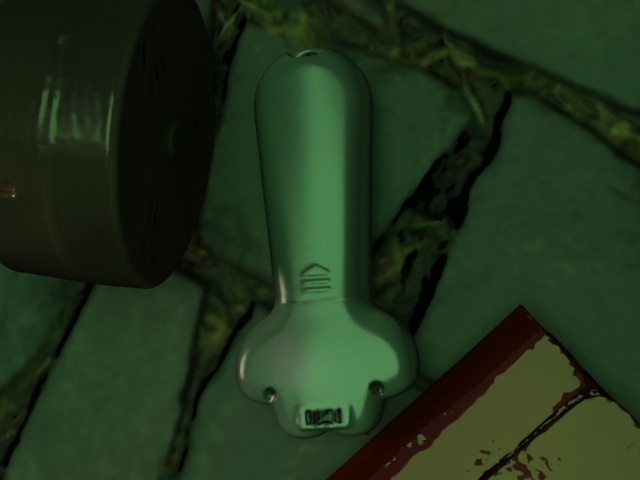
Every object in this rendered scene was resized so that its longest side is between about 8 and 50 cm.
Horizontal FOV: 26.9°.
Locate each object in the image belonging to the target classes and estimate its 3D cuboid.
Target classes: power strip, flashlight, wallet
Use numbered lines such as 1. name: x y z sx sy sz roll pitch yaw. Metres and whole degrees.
1. power strip: -0.106 -0.055 0.657 0.078 0.154 0.154 6 87 13
2. flashlight: 0.000 0.000 0.686 0.093 0.047 0.200 -5 83 10
3. wallet: 0.074 0.150 0.663 0.204 0.045 0.142 -42 81 5
